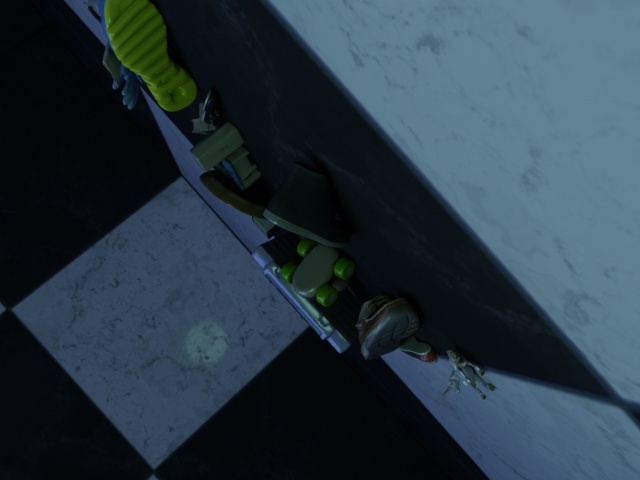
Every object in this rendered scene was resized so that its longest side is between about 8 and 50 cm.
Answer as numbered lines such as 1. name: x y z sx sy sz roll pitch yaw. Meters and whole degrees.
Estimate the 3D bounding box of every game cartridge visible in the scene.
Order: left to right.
1. game cartridge: -0.018 0.132 1.337 0.355 0.068 0.230 47 -151 7

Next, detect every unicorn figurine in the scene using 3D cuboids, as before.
1. unicorn figurine: 0.298 0.280 0.988 0.111 0.060 0.161 31 143 56

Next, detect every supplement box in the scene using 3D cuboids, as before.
1. supplement box: -0.180 -0.060 1.595 0.083 0.056 0.083 47 168 6

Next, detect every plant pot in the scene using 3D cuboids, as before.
1. plant pot: -0.225 -0.136 1.349 0.236 0.032 0.236 29 -163 -10

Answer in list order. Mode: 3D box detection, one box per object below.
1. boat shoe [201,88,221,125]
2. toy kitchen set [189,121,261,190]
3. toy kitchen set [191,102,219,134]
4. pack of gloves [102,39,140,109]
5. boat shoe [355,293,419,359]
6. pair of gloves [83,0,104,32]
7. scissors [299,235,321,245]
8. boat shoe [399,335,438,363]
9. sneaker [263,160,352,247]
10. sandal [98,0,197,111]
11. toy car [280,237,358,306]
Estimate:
1. boat shoe: -0.246 -0.304 1.097 0.042 0.048 0.133 22 165 -10
2. toy kitchen set: -0.270 -0.220 1.245 0.166 0.122 0.207 41 166 31
3. toy kitchen set: -0.272 -0.308 1.214 0.083 0.068 0.075 2 -175 34
4. pack of gloves: -0.458 -0.432 1.086 0.195 0.046 0.231 95 175 -70
5. boat shoe: 0.135 0.186 1.101 0.324 0.123 0.116 103 150 -64
6. pair of gloves: -0.586 -0.591 1.396 0.204 0.042 0.240 34 162 49
7. scissors: 0.000 0.000 1.245 0.109 0.021 0.297 50 167 -4
8. boat shoe: 0.237 0.269 1.177 0.043 0.049 0.137 49 164 -15
9. sneaker: 0.007 -0.062 0.894 0.222 0.118 0.083 16 -163 -50
10. sandal: -0.388 -0.422 1.045 0.138 0.126 0.317 50 168 22
11. toy car: 0.021 0.102 1.228 0.155 0.148 0.188 28 171 36
